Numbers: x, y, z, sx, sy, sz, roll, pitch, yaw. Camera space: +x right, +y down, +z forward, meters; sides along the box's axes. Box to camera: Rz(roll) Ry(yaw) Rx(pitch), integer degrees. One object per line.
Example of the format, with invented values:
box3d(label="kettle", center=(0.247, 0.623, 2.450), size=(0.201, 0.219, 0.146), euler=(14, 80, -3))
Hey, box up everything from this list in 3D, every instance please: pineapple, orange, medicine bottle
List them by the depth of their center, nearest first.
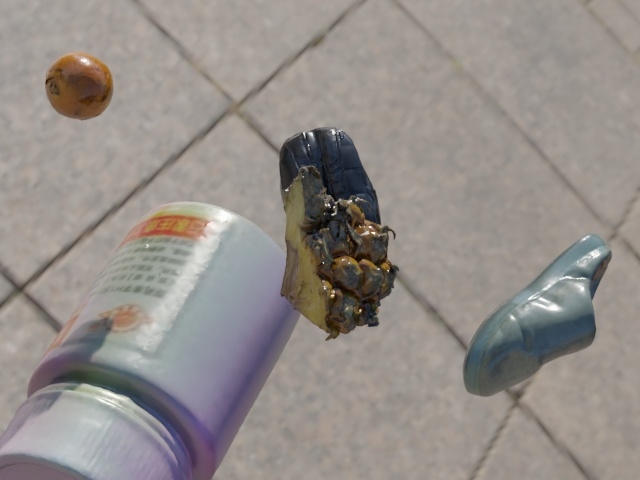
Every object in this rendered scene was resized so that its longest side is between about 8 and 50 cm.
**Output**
box3d(label="pineapple", center=(0.000, 0.000, 1.169), size=(0.114, 0.077, 0.114), euler=(-48, 125, -51))
box3d(label="medicine bottle", center=(-0.183, 0.156, 1.854), size=(0.219, 0.219, 0.388), euler=(39, 48, -11))
box3d(label="orange", center=(-0.285, -0.183, 2.072), size=(0.083, 0.083, 0.083), euler=(28, 38, -25))

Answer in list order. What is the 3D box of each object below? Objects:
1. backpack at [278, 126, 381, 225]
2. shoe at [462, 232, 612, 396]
box3d(label="backpack", center=(0.011, -0.056, 2.187), size=(0.106, 0.120, 0.165), euler=(72, 10, -75))
box3d(label="shoe", center=(0.260, 0.094, 1.949), size=(0.100, 0.103, 0.251), euler=(31, 60, 28))
